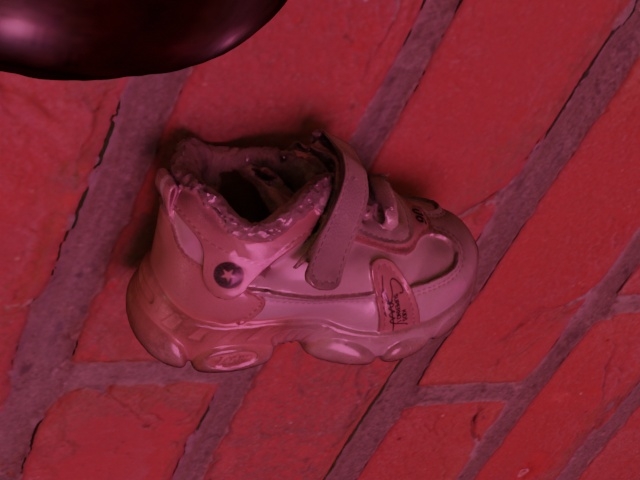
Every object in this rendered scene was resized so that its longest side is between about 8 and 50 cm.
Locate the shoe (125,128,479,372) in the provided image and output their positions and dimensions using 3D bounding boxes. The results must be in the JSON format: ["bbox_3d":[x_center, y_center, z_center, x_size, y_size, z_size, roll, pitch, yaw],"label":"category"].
[{"bbox_3d":[0.002,0.002,1.037,0.351,0.172,0.198,-10,134,-25],"label":"shoe"}]

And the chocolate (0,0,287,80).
[{"bbox_3d":[-0.104,-0.255,0.575,0.384,0.383,0.331,-10,147,-22],"label":"chocolate"}]
